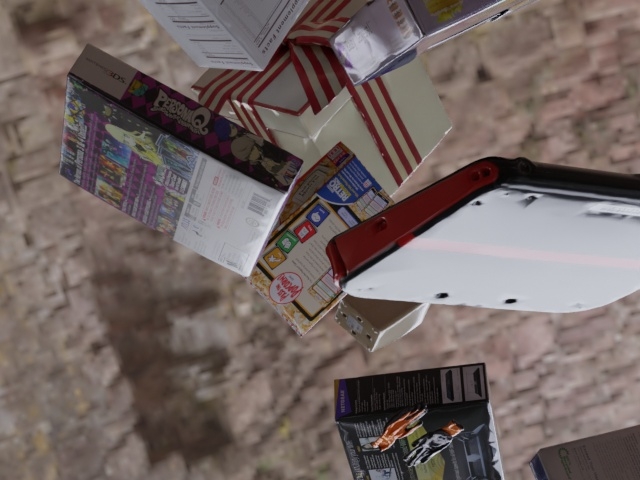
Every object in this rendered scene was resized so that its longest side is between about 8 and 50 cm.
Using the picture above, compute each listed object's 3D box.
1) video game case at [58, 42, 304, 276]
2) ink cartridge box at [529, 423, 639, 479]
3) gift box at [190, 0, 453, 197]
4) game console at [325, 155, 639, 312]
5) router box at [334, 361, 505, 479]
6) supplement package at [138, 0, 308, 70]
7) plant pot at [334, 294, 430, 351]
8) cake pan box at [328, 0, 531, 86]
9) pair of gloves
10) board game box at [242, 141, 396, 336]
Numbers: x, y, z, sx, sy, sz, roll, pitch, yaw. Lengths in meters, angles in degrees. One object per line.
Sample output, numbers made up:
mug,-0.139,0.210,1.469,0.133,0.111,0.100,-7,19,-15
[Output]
video game case,-0.131,-0.064,1.442,0.042,0.210,0.232,-62,180,-22
ink cartridge box,0.374,0.315,1.809,0.224,0.223,0.045,-10,153,-19
gift box,-0.005,-0.181,2.210,0.255,0.258,0.276,12,-127,42
game console,0.234,-0.005,1.695,0.387,0.060,0.342,5,157,-30
router box,0.166,0.326,2.609,0.243,0.309,0.081,-7,-130,7
supplement package,-0.148,-0.338,1.999,0.134,0.244,0.139,10,-119,46
plant pot,0.081,0.090,2.262,0.096,0.109,0.109,-44,167,-25
cake pan box,0.152,-0.250,1.614,0.246,0.070,0.267,-25,-179,-16
pair of gloves,0.100,0.202,1.685,0.074,0.083,0.010,-43,-142,19
board game box,0.000,0.000,1.911,0.193,0.147,0.045,-42,-144,-1
